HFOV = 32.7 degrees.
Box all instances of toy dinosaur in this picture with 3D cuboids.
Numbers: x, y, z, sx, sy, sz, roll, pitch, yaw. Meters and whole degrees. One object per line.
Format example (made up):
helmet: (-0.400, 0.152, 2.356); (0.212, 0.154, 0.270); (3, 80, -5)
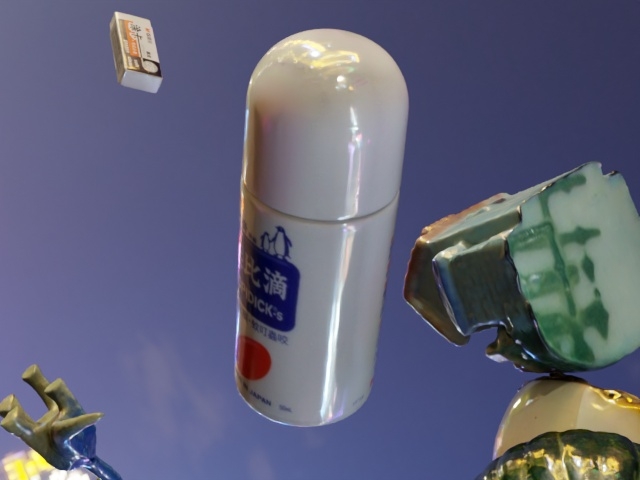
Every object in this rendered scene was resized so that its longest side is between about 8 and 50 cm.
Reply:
toy dinosaur: (-0.224, 0.210, 1.072); (0.188, 0.075, 0.248); (48, -25, -20)

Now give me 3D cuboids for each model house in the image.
model house: (0.247, 0.057, 1.493); (0.329, 0.295, 0.251); (-11, -77, 50)

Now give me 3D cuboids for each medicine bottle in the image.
medicine bottle: (-0.003, -0.010, 0.899); (0.130, 0.130, 0.341); (42, -41, 39)

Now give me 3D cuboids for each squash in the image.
squash: (0.219, 0.261, 0.915); (0.218, 0.218, 0.172); (63, 6, 8)

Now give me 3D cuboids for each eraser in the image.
eraser: (-0.235, -0.240, 1.389); (0.029, 0.052, 0.122); (-55, -142, 36)

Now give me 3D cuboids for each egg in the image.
egg: (0.349, 0.307, 1.384); (0.286, 0.174, 0.264); (14, -32, 31)
